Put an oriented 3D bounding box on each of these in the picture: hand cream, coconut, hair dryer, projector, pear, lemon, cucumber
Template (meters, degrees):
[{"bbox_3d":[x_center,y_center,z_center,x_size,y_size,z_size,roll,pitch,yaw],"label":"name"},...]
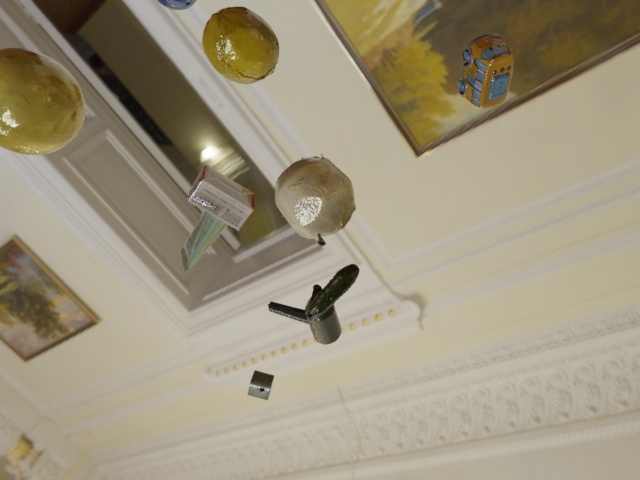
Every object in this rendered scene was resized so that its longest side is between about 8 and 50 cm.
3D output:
[{"bbox_3d":[-0.376,-0.042,2.015,0.306,0.093,0.147,-49,-146,12],"label":"hand cream"},{"bbox_3d":[-0.012,-0.172,2.669,0.346,0.360,0.346,-33,161,-13],"label":"coconut"},{"bbox_3d":[-0.081,0.256,2.246,0.302,0.244,0.116,11,-128,24],"label":"hair dryer"},{"bbox_3d":[-0.228,0.555,2.301,0.083,0.082,0.083,-72,176,-64],"label":"projector"},{"bbox_3d":[-0.951,-0.447,1.956,0.348,0.348,0.348,-34,-162,13],"label":"pear"},{"bbox_3d":[-0.226,-0.556,1.722,0.204,0.260,0.204,-17,-120,31],"label":"lemon"},{"bbox_3d":[0.038,0.159,1.884,0.227,0.069,0.069,-45,-161,-8],"label":"cucumber"}]

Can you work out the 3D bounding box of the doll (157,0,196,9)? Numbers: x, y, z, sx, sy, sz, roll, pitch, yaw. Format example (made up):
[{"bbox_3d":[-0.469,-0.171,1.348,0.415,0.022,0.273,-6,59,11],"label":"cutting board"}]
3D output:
[{"bbox_3d":[-0.432,-0.823,1.808,0.161,0.257,0.215,-7,170,9],"label":"doll"}]

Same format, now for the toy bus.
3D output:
[{"bbox_3d":[0.508,-0.503,1.819,0.126,0.210,0.136,-18,-129,-12],"label":"toy bus"}]

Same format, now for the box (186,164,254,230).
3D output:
[{"bbox_3d":[-0.292,-0.124,1.766,0.099,0.182,0.133,-53,-159,18],"label":"box"}]

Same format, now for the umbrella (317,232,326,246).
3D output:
[{"bbox_3d":[0.001,-0.002,2.025,0.083,0.031,0.020,-102,-155,-56],"label":"umbrella"}]
